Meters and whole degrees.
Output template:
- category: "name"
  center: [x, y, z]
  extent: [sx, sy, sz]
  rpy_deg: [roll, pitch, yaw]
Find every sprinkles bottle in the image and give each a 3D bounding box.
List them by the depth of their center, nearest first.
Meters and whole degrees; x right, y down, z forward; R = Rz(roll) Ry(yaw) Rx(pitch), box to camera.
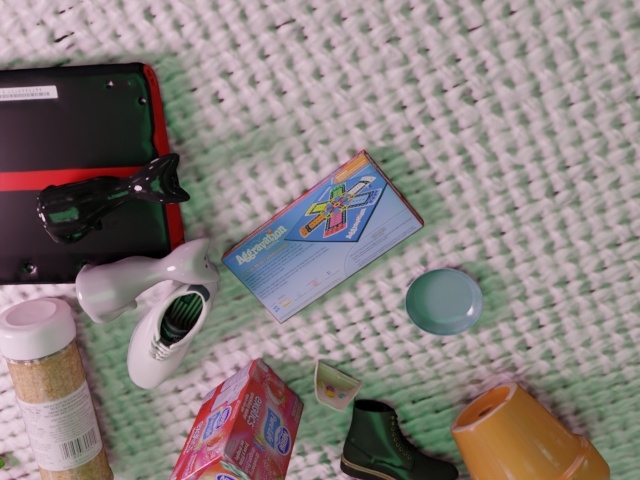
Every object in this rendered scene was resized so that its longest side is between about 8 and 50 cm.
- category: "sprinkles bottle"
  center: [-0.437, 0.274, 1.429]
  extent: [0.121, 0.121, 0.355]
  rpy_deg: [-3, 115, 8]

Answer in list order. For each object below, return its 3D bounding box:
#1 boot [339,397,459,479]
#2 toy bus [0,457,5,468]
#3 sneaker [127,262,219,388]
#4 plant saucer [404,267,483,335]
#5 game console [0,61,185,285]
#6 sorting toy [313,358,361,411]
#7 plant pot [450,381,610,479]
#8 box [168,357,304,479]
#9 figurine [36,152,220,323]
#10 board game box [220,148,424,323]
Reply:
- category: "boot"
  center: [0.136, 0.335, 1.418]
  extent: [0.197, 0.077, 0.137]
  rpy_deg: [7, 111, 2]
- category: "toy bus"
  center: [-0.601, 0.501, 1.566]
  extent: [0.202, 0.191, 0.104]
  rpy_deg: [37, 157, -10]
- category: "sneaker"
  center: [-0.244, 0.145, 1.361]
  extent: [0.094, 0.091, 0.258]
  rpy_deg: [27, 115, -6]
- category: "plant saucer"
  center: [0.189, 0.091, 1.321]
  extent: [0.119, 0.021, 0.119]
  rpy_deg: [3, 116, 6]
- category: "game console"
  center: [-0.409, -0.090, 1.298]
  extent: [0.386, 0.060, 0.342]
  rpy_deg: [-2, 111, 8]
- category: "sorting toy"
  center: [0.018, 0.242, 1.384]
  extent: [0.083, 0.075, 0.045]
  rpy_deg: [28, 115, -6]
- category: "plant pot"
  center: [0.306, 0.331, 1.338]
  extent: [0.205, 0.205, 0.188]
  rpy_deg: [-37, 90, 21]
- category: "box"
  center: [-0.126, 0.317, 1.336]
  extent: [0.128, 0.257, 0.122]
  rpy_deg: [-38, 104, 21]
- category: "figurine"
  center: [-0.265, -0.005, 1.240]
  extent: [0.209, 0.092, 0.215]
  rpy_deg: [-16, 110, 9]
- category: "board game box"
  center: [0.000, 0.000, 1.298]
  extent: [0.281, 0.027, 0.145]
  rpy_deg: [-35, 108, 21]
